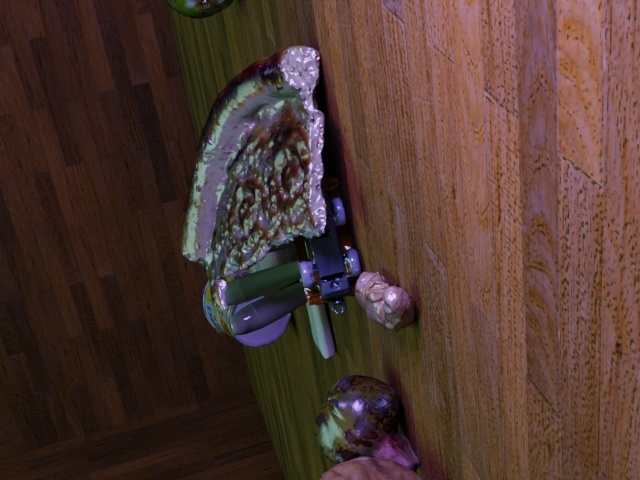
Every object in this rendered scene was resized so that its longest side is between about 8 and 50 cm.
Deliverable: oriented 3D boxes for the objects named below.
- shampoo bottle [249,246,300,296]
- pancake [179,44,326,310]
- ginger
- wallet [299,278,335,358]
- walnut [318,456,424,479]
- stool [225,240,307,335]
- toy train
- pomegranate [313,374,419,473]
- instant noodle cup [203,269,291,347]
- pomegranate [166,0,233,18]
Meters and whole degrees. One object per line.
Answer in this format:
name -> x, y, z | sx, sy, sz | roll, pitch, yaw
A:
shampoo bottle -> -0.108, -0.031, 1.993 | 0.104, 0.104, 0.278 | -127, 24, -65
pancake -> -0.115, -0.086, 1.462 | 0.426, 0.066, 0.305 | -37, 57, 47
ginger -> 0.084, 0.079, 1.253 | 0.173, 0.051, 0.070 | -170, 60, -74
wallet -> -0.009, 0.124, 1.876 | 0.095, 0.033, 0.190 | -138, 33, -70
walnut -> 0.080, 0.394, 1.305 | 0.245, 0.198, 0.198 | 50, 160, 23
stool -> -0.089, 0.031, 1.708 | 0.195, 0.198, 0.195 | -127, 26, -68
toy train -> 0.000, 0.000, 1.476 | 0.127, 0.089, 0.219 | -134, 29, -79
pomegranate -> 0.065, 0.269, 1.416 | 0.163, 0.138, 0.125 | 42, -172, 38
instant noodle cup -> -0.164, 0.158, 2.392 | 0.153, 0.204, 0.205 | 33, 138, 61
pomegranate -> -0.232, -0.485, 1.882 | 0.169, 0.143, 0.122 | 49, 154, 49
